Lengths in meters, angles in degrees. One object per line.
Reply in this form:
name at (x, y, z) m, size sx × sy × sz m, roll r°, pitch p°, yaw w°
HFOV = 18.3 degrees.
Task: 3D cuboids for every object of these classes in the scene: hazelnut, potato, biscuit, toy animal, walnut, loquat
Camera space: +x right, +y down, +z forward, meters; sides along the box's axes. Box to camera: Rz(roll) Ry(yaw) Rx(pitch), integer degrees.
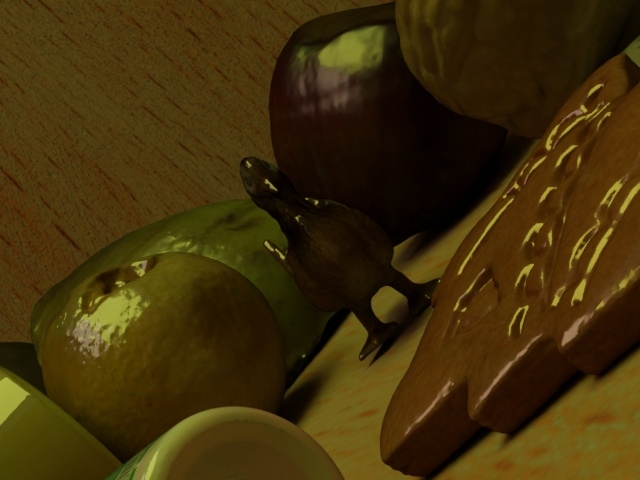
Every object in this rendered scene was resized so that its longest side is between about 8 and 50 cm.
hazelnut at (0.064, -0.103, 1.742) m, size 0.229 × 0.229 × 0.229 m, roll -46°, pitch 6°, yaw 6°
potato at (-0.116, 0.052, 1.876) m, size 0.280 × 0.213 × 0.330 m, roll -45°, pitch 7°, yaw 22°
biscuit at (0.138, -0.002, 1.062) m, size 0.284 × 0.043 × 0.306 m, roll -58°, pitch 13°, yaw -18°
toy animal at (0.000, 0.000, 1.529) m, size 0.089 × 0.179 × 0.188 m, roll -46°, pitch 6°, yaw -1°
walnut at (0.160, -0.189, 1.388) m, size 0.225 × 0.225 × 0.261 m, roll -52°, pitch -16°, yaw -43°
loquat at (-0.120, 0.110, 1.637) m, size 0.213 × 0.213 × 0.213 m, roll -46°, pitch 6°, yaw 6°

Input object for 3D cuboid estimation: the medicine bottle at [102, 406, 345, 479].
medicine bottle at (-0.098, 0.198, 1.128) m, size 0.274 × 0.133 × 0.133 m, roll -38°, pitch 11°, yaw 51°

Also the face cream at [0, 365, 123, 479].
face cream at (-0.249, 0.232, 1.569) m, size 0.179 × 0.218 × 0.218 m, roll -48°, pitch 6°, yaw -17°

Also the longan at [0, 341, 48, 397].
longan at (-0.305, 0.224, 1.975) m, size 0.258 × 0.258 × 0.258 m, roll -46°, pitch 6°, yaw 6°

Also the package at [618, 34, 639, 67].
package at (0.243, -0.123, 1.209) m, size 0.204 × 0.062 × 0.251 m, roll -47°, pitch 10°, yaw 15°
